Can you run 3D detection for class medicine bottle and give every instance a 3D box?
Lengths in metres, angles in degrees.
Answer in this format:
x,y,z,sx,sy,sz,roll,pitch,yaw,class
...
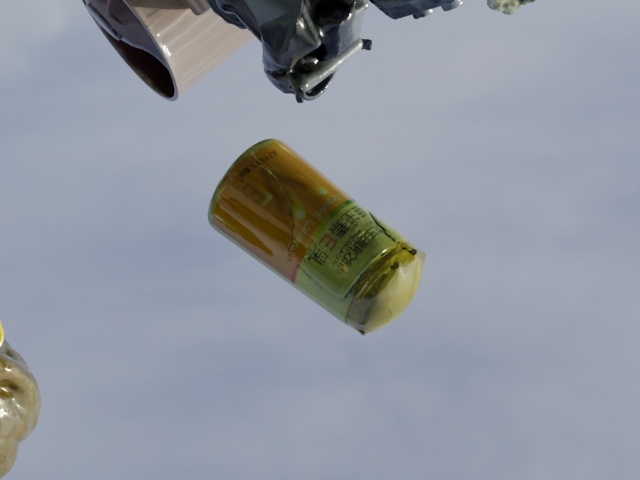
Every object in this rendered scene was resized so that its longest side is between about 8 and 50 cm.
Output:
x,y,z,sx,sy,sz,roll,pitch,yaw,class
0.000,0.000,1.772,0.239,0.124,0.124,36,-127,19,medicine bottle

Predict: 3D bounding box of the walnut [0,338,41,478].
x,y,z,sx,sy,sz,roll,pitch,yaw,class
-0.435,0.174,1.804,0.283,0.283,0.227,-7,-125,20,walnut

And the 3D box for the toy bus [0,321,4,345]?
x,y,z,sx,sy,sz,roll,pitch,yaw,class
-0.376,0.078,1.419,0.152,0.144,0.330,-33,-168,-24,toy bus

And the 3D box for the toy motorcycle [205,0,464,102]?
x,y,z,sx,sy,sz,roll,pitch,yaw,class
0.014,-0.199,1.382,0.270,0.159,0.106,-6,-152,43,toy motorcycle

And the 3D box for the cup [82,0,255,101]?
x,y,z,sx,sy,sz,roll,pitch,yaw,class
-0.144,-0.335,1.994,0.273,0.208,0.288,-38,169,-13,cup

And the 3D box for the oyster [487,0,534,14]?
x,y,z,sx,sy,sz,roll,pitch,yaw,class
0.175,-0.264,1.248,0.064,0.177,0.125,5,176,-35,oyster
